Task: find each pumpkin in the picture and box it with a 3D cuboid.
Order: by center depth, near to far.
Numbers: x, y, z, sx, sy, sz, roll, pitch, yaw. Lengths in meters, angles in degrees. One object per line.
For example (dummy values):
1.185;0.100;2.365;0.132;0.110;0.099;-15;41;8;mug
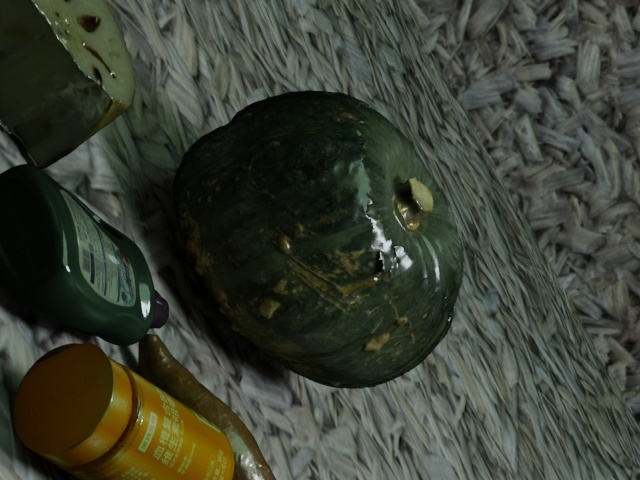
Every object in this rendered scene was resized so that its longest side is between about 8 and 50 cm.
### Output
0.000;0.000;2.000;0.327;0.257;0.292;24;49;-58;pumpkin

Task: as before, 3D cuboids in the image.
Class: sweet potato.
-0.097;0.192;1.744;0.244;0.077;0.077;55;18;-7;sweet potato

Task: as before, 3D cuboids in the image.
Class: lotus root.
-0.263;-0.188;1.712;0.235;0.119;0.138;51;26;-33;lotus root

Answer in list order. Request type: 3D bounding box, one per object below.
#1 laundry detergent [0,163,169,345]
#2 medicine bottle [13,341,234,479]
-0.198;0.020;1.670;0.221;0.078;0.144;32;31;-60;laundry detergent
-0.154;0.159;1.565;0.192;0.096;0.096;43;27;-52;medicine bottle
